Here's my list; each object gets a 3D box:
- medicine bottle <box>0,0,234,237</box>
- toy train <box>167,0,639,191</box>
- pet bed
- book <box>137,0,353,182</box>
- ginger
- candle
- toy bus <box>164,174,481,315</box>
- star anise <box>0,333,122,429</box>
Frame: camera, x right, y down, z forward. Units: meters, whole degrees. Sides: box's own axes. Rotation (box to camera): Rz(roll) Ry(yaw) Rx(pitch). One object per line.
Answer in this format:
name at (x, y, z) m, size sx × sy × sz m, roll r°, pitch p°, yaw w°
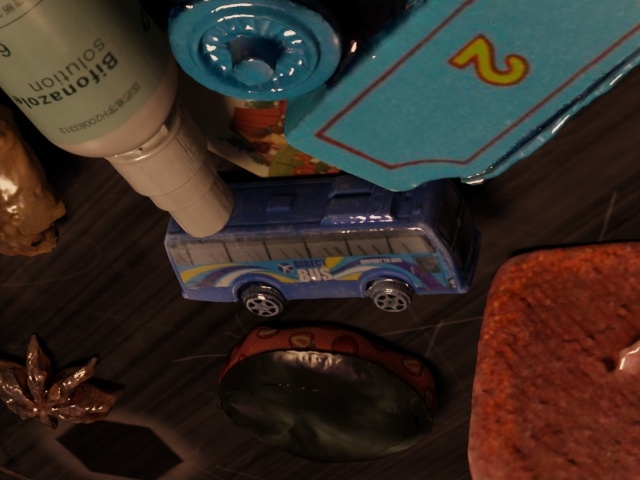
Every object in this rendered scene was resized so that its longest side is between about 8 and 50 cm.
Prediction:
medicine bottle at (-0.162, -0.123, 1.373) m, size 0.110 × 0.110 × 0.352 m, roll -10°, pitch 139°, yaw 28°
toy train at (0.070, -0.180, 1.203) m, size 0.265 × 0.188 × 0.300 m, roll 23°, pitch 141°, yaw -24°
pet bed at (0.003, 0.139, 1.782) m, size 0.201 × 0.053 × 0.201 m, roll 7°, pitch 145°, yaw 5°
book at (-0.058, -0.133, 1.442) m, size 0.322 × 0.018 × 0.228 m, roll 26°, pitch 143°, yaw -20°
ginger at (-0.273, -0.068, 1.539) m, size 0.122 × 0.084 × 0.290 m, roll -9°, pitch 141°, yaw 17°
candle at (0.235, 0.104, 1.518) m, size 0.317 × 0.287 × 0.131 m, roll -34°, pitch 138°, yaw -10°
toy bus at (-0.001, 0.001, 1.533) m, size 0.236 × 0.079 × 0.094 m, roll -3°, pitch 142°, yaw 21°
star anise at (-0.253, 0.142, 1.871) m, size 0.141 × 0.042 × 0.141 m, roll 7°, pitch 146°, yaw 5°
